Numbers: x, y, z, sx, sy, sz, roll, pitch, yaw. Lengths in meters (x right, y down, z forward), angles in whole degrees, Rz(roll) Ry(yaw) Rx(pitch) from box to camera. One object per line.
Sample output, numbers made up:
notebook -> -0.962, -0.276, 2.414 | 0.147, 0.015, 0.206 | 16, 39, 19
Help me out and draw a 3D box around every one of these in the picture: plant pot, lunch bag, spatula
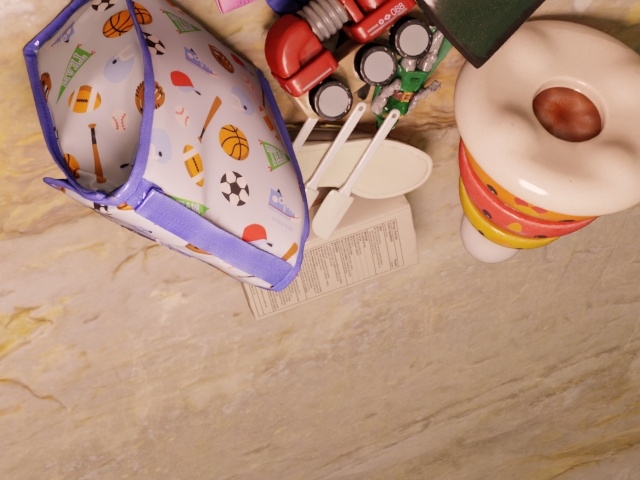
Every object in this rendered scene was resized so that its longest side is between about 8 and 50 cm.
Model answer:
plant pot -> 0.203, -0.389, 1.821 | 0.167, 0.188, 0.187 | 29, 118, -30
lunch bag -> -0.199, -0.123, 1.746 | 0.239, 0.385, 0.328 | -41, 137, 18
spatula -> 0.007, -0.119, 1.987 | 0.168, 0.019, 0.242 | 21, 111, -30

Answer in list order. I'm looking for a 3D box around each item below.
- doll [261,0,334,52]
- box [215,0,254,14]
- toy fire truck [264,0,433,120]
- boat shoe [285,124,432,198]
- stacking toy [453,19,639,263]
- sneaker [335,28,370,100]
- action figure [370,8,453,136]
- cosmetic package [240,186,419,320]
doll -> -0.031, -0.326, 1.867 | 0.129, 0.046, 0.189 | -37, 143, 4
box -> -0.056, -0.430, 1.604 | 0.243, 0.213, 0.117 | -23, 178, -1
toy fire truck -> 0.011, -0.313, 1.780 | 0.217, 0.158, 0.246 | -37, 113, -3
boat shoe -> 0.030, -0.132, 2.059 | 0.305, 0.091, 0.109 | 0, 122, -23
stacking toy -> 0.345, -0.095, 2.145 | 0.351, 0.350, 0.480 | -11, 153, -15
sneaker -> 0.064, -0.292, 1.944 | 0.089, 0.051, 0.170 | -9, 121, -56
action figure -> 0.138, -0.253, 2.018 | 0.137, 0.063, 0.232 | -1, 138, -29
cosmetic package -> 0.000, 0.000, 2.163 | 0.296, 0.129, 0.153 | -18, 137, -6
